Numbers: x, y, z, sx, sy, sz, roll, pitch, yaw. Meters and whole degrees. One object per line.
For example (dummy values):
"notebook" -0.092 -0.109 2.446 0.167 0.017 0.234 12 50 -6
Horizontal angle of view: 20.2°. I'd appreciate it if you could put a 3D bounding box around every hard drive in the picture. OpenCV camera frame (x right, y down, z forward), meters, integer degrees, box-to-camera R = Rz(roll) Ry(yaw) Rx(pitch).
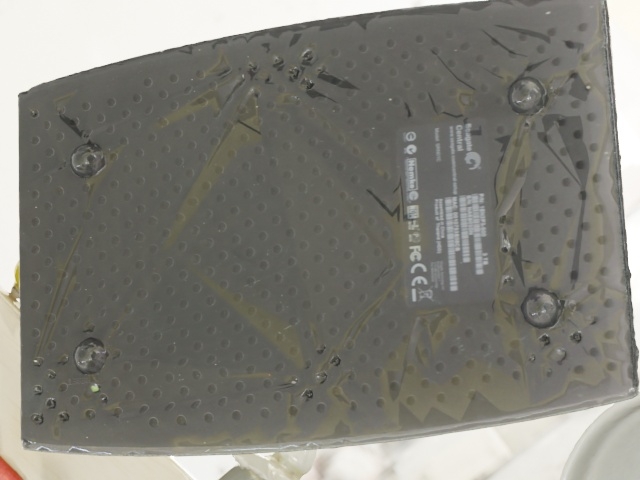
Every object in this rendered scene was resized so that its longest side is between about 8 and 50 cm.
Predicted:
"hard drive" 0.000 0.000 0.723 0.255 0.172 0.054 -7 -13 20

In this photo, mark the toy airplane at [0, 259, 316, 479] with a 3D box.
"toy airplane" -0.187 0.106 1.288 0.386 0.384 0.272 3 -20 -10

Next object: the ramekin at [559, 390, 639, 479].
"ramekin" 0.248 0.189 1.088 0.109 0.207 0.207 2 -20 -38
